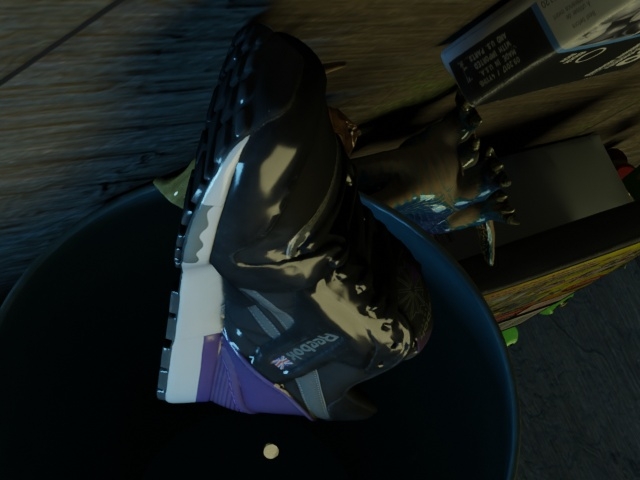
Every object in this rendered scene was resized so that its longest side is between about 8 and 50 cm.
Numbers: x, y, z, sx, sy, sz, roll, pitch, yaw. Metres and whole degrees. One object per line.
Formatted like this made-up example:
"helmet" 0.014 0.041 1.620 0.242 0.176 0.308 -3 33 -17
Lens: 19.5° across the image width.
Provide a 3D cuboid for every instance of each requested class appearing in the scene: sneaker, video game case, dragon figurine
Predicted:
"sneaker" 0.000 0.000 0.865 0.124 0.107 0.283 14 152 0
"video game case" 0.137 0.045 1.514 0.275 0.035 0.248 -17 167 -38
"dragon figurine" 0.048 -0.024 1.223 0.144 0.085 0.289 -23 168 2

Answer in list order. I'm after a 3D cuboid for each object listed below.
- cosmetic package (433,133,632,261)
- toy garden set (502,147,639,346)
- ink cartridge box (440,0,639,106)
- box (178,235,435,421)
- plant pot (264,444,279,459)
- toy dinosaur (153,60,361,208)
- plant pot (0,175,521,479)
"cosmetic package" 0.065 0.037 1.704 0.377 0.097 0.284 -31 173 35
"toy garden set" 0.246 0.011 1.819 0.244 0.049 0.204 -39 -164 9
"ink cartridge box" 0.203 -0.150 1.027 0.208 0.045 0.206 -20 171 -42
"box" -0.044 0.050 1.301 0.257 0.122 0.128 -19 170 -37
"plant pot" -0.125 0.220 1.903 0.274 0.256 0.256 -48 161 31
"toy dinosaur" -0.030 -0.054 0.948 0.112 0.064 0.211 -51 173 5
"plant pot" -0.042 0.131 1.065 0.290 0.290 0.195 -24 158 -13
